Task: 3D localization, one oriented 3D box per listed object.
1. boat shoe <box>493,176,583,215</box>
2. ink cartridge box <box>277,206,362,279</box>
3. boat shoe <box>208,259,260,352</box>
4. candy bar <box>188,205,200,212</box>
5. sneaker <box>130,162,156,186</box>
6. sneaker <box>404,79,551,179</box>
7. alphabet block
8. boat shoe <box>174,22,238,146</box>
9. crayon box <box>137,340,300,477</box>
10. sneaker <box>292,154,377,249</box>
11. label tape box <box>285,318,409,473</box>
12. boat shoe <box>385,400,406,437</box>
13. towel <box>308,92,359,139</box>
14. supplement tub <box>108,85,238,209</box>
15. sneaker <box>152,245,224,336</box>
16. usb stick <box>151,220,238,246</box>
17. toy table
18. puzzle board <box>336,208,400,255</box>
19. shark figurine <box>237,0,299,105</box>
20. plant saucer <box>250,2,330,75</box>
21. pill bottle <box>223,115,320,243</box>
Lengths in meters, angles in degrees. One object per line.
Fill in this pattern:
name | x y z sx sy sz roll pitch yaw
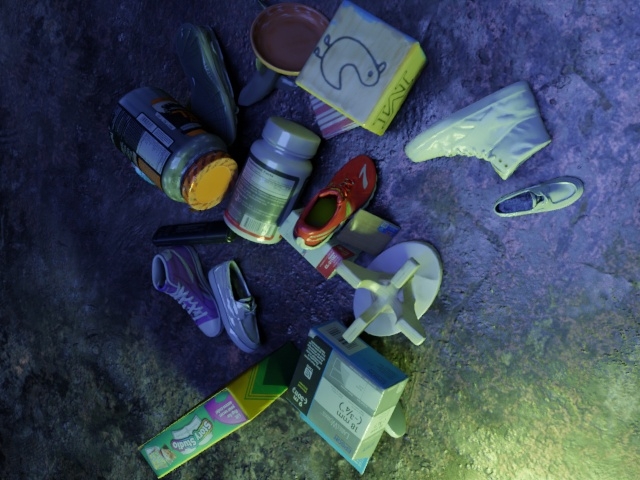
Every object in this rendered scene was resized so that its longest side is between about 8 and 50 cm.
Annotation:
boat shoe | 0.452 -0.089 1.266 0.184 0.063 0.066 -8 97 28
ink cartridge box | 0.000 0.000 1.473 0.175 0.127 0.072 43 115 12
boat shoe | -0.220 0.178 1.638 0.084 0.095 0.258 -27 88 32
candy bar | -0.343 -0.154 1.676 0.040 0.018 0.162 15 106 23
sneaker | -0.470 -0.274 1.667 0.125 0.104 0.262 -26 88 26
sneaker | 0.332 -0.195 1.282 0.292 0.108 0.169 -25 85 27
alphabet block | 0.093 -0.362 1.296 0.192 0.193 0.197 35 102 13
boat shoe | -0.274 -0.397 1.552 0.118 0.103 0.321 -16 95 37
crayon box | -0.246 0.436 1.578 0.363 0.313 0.106 -38 82 27
sneaker | 0.043 -0.095 1.377 0.107 0.118 0.279 35 70 9
label tape box | 0.042 0.401 1.477 0.240 0.105 0.334 35 120 31
boat shoe | 0.132 0.394 1.523 0.081 0.079 0.228 -39 78 41
towel | 0.040 -0.357 1.441 0.144 0.029 0.197 -19 89 28
supplement tub | -0.361 -0.226 1.495 0.316 0.193 0.194 41 115 22
sneaker | -0.379 0.157 1.677 0.102 0.161 0.282 -29 88 27
usb stick | -0.346 -0.018 1.675 0.277 0.077 0.045 -3 132 27
toy table | 0.159 0.129 1.404 0.252 0.161 0.274 32 111 17
puzzle board | 0.114 -0.019 1.432 0.096 0.128 0.011 -52 34 24
shark figurine | -0.137 -0.461 1.460 0.166 0.116 0.279 12 107 23
plant saucer | -0.064 -0.464 1.407 0.200 0.200 0.037 47 160 11
pill bottle | -0.117 -0.149 1.484 0.161 0.161 0.283 33 112 17
